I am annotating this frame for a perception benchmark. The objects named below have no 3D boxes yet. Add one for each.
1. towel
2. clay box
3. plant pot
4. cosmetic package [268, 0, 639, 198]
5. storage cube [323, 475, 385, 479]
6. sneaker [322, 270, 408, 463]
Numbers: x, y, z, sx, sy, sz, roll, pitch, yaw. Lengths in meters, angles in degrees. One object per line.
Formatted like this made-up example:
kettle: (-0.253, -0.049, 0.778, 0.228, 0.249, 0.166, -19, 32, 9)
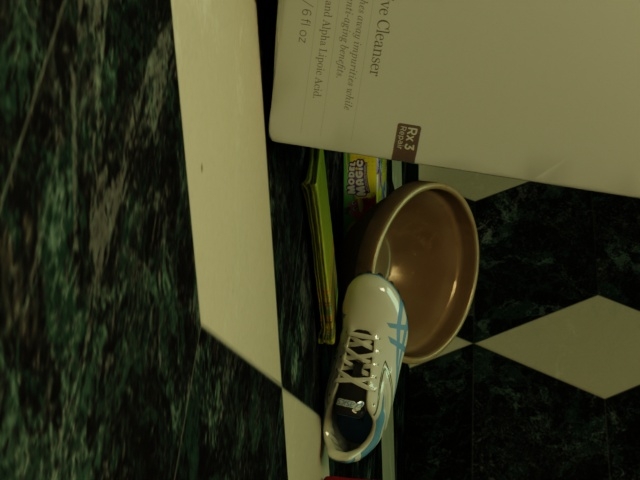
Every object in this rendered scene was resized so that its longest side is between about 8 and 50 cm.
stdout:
towel: (0.000, 0.000, 1.469, 0.102, 0.021, 0.237, -87, 173, -50)
clay box: (0.062, -0.088, 1.813, 0.127, 0.053, 0.222, -33, 123, -80)
plant pot: (0.099, 0.036, 1.703, 0.237, 0.110, 0.237, -12, 106, -47)
cosmetic package: (0.159, -0.181, 1.149, 0.156, 0.385, 0.217, -77, 175, -55)
storage cube: (0.083, 0.387, 1.480, 0.193, 0.184, 0.215, -58, 147, -78)
sneaker: (0.050, 0.152, 1.521, 0.086, 0.085, 0.237, -52, 151, -67)
